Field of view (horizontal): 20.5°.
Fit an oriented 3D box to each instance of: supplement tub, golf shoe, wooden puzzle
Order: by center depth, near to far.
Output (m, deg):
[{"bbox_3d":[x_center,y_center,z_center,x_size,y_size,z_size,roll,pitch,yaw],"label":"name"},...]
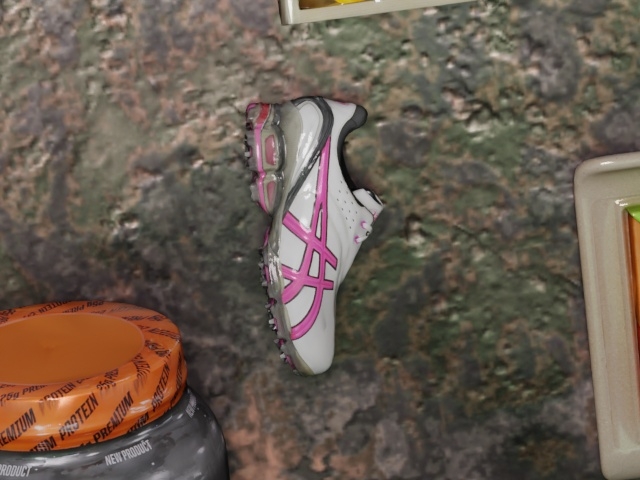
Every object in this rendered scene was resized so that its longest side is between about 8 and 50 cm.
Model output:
[{"bbox_3d":[-0.155,0.223,1.134,0.207,0.207,0.338,-4,109,0],"label":"supplement tub"},{"bbox_3d":[0.000,0.000,1.136,0.086,0.067,0.186,-6,108,-1],"label":"golf shoe"},{"bbox_3d":[0.287,0.046,1.171,0.221,0.044,0.238,-8,109,1],"label":"wooden puzzle"}]

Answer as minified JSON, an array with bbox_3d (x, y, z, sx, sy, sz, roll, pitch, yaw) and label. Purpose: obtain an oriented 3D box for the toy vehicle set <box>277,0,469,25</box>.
[{"bbox_3d":[0.041,-0.266,1.023,0.166,0.035,0.266,-10,96,-8],"label":"toy vehicle set"}]
